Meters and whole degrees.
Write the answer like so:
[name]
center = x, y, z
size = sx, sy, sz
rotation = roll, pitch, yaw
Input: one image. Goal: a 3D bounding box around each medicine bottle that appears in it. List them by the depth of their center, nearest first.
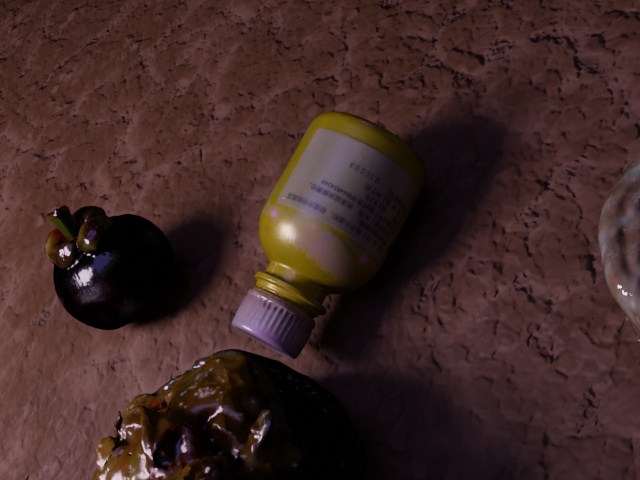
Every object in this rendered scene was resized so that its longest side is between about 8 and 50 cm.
[medicine bottle]
center = 0.000, 0.000, 0.808
size = 0.122, 0.122, 0.212
rotation = 19, 75, 42

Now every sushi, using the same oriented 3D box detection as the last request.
[sushi]
center = -0.083, 0.186, 0.694
size = 0.200, 0.204, 0.213
rotation = -55, 41, 0

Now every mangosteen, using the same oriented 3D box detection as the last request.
[mangosteen]
center = -0.231, 0.020, 0.945
size = 0.137, 0.151, 0.137
rotation = -28, 31, 19

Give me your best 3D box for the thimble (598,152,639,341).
[thimble]
center = 0.306, 0.004, 0.569
size = 0.229, 0.148, 0.196
rotation = -45, 44, 0
